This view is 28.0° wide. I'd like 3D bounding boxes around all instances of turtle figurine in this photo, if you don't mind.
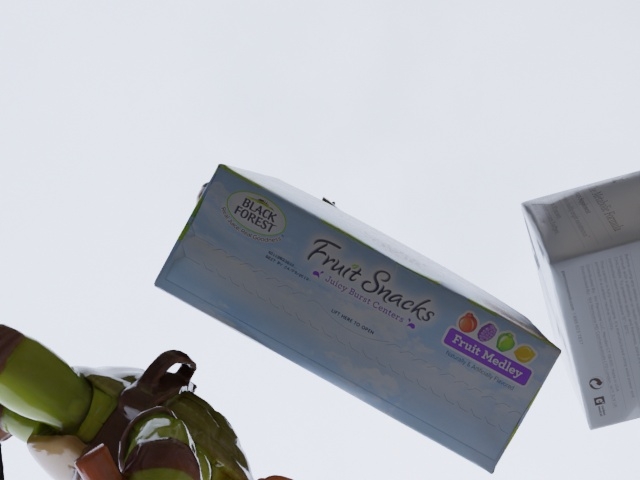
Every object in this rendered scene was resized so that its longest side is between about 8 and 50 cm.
[{"bbox_3d":[-0.081,0.073,0.473,0.217,0.269,0.087,32,-104,7],"label":"turtle figurine"}]

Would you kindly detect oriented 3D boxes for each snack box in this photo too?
[{"bbox_3d":[0.025,0.032,0.658,0.174,0.070,0.207,29,-176,4],"label":"snack box"}]

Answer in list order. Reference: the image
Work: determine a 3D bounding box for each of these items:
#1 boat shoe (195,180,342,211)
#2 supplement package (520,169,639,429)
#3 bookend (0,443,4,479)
[{"bbox_3d":[0.000,0.000,1.404,0.307,0.110,0.104,14,-122,-41],"label":"boat shoe"},{"bbox_3d":[0.285,0.020,0.918,0.244,0.134,0.139,-16,-161,5],"label":"supplement package"},{"bbox_3d":[-0.248,0.058,0.780,0.072,0.156,0.157,-8,-166,-22],"label":"bookend"}]
